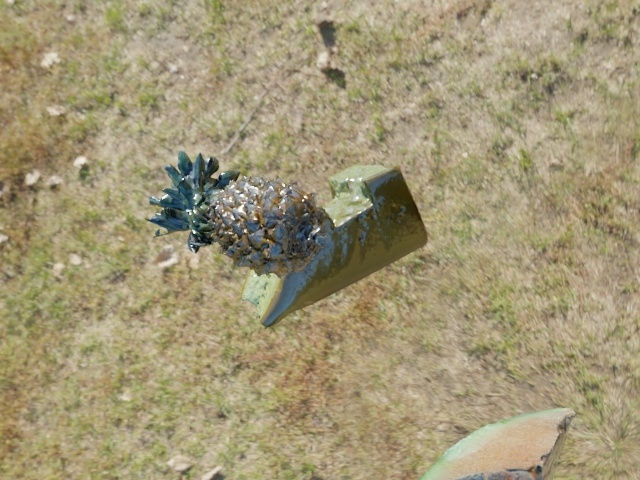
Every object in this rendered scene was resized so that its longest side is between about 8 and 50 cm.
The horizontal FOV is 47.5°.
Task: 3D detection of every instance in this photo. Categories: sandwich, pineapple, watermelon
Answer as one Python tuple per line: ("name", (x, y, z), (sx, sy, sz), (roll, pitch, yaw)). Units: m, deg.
("sandwich", (0.000, 0.000, 0.925), (0.236, 0.128, 0.122), (-29, 23, -14))
("pineapple", (-0.070, -0.025, 0.653), (0.221, 0.083, 0.103), (16, 71, 46))
("watermelon", (0.154, 0.180, 0.553), (0.080, 0.155, 0.101), (-23, 95, 34))
